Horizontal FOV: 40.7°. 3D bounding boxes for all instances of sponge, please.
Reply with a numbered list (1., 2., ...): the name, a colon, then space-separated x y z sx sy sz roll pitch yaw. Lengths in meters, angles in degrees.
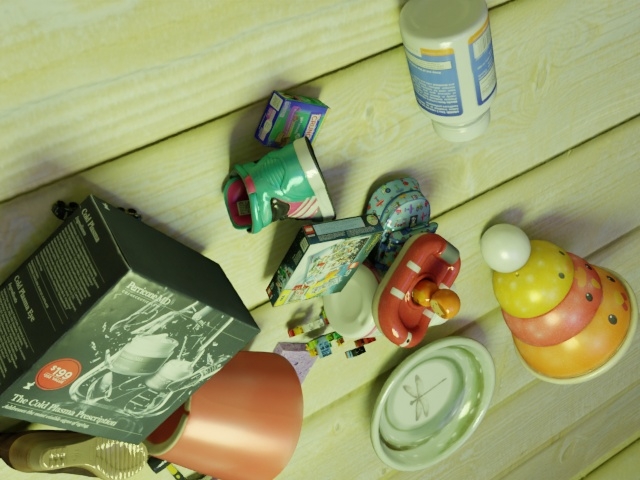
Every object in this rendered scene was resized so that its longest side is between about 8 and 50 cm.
1. sponge: -0.092 0.320 1.936 0.117 0.031 0.210 7 120 -45

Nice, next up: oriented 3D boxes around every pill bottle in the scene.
1. pill bottle: 0.158 0.124 1.876 0.283 0.160 0.160 1 124 -43
2. pill bottle: 0.237 -0.308 1.552 0.152 0.152 0.272 -36 142 -11

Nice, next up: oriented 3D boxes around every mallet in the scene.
1. mallet: -0.317 0.500 1.900 0.062 0.039 0.190 -41 147 -8

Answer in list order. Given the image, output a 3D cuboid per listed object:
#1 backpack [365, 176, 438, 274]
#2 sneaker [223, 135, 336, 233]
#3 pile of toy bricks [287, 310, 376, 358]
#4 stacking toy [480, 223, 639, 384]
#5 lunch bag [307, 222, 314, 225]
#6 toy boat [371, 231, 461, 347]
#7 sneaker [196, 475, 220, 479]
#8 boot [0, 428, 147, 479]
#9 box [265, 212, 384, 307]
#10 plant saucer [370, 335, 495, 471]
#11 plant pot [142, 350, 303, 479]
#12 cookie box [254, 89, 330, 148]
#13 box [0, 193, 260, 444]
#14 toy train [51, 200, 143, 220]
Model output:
1. backpack: 0.163 -0.036 1.770 0.158 0.117 0.173 -12 129 -36
2. sneaker: -0.075 -0.072 1.516 0.178 0.124 0.295 -21 161 1
3. pile of toy bricks: 0.017 0.214 1.898 0.105 0.118 0.212 -24 174 43
4. stacking toy: 0.549 0.120 2.169 0.350 0.350 0.480 -48 127 4
5. lunch bag: 0.000 0.000 1.695 0.098 0.065 0.067 -3 145 -40
6. toy boat: 0.211 0.109 1.694 0.151 0.151 0.231 32 89 -42
7. sneaker: -0.208 0.556 2.013 0.305 0.114 0.152 -33 160 -14
8. boot: -0.456 0.366 1.529 0.248 0.207 0.090 17 76 -49
9. box: 0.004 0.040 1.638 0.159 0.044 0.233 -11 153 -29
10. plant saucer: 0.279 0.412 2.268 0.400 0.100 0.400 -15 121 -27
11. plant pot: -0.209 0.330 1.674 0.243 0.275 0.275 20 111 -39
12. cookie box: -0.048 -0.203 1.480 0.107 0.040 0.092 2 123 -44
13. box: -0.332 0.144 1.398 0.312 0.179 0.343 -44 144 9
14. toy train: -0.346 -0.039 1.362 0.158 0.036 0.027 6 121 -45
